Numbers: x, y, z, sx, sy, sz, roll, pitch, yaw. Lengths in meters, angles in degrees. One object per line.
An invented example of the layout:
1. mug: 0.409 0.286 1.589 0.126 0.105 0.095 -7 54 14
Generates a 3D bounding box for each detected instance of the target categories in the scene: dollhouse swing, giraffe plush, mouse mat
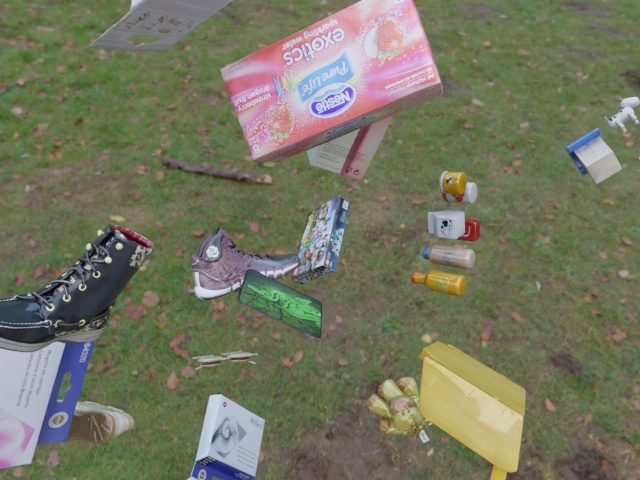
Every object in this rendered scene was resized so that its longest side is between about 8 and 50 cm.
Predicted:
1. dollhouse swing: 0.326 0.456 1.228 0.315 0.305 0.347 29 6 21
2. giraffe plush: 0.239 0.499 1.497 0.210 0.170 0.181 44 88 15
3. mouse mat: -0.081 0.130 1.111 0.189 0.007 0.153 27 21 -10

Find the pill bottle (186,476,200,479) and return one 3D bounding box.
1. pill bottle: -0.207 0.569 1.079 0.186 0.112 0.112 21 44 15

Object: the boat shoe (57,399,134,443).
1. boat shoe: -0.735 0.568 1.644 0.341 0.122 0.110 1 -8 28

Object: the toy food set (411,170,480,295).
1. toy food set: 0.231 -0.023 0.993 0.104 0.232 0.111 9 26 38

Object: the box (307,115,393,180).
1. box: 0.068 -0.271 1.115 0.126 0.232 0.149 16 31 -18

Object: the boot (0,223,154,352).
1. boot: -0.341 0.055 0.714 0.085 0.236 0.179 36 92 16

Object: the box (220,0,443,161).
1. box: 0.022 -0.243 0.811 0.299 0.154 0.142 -19 4 16

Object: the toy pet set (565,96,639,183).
1. toy pet set: 0.384 -0.125 0.671 0.114 0.122 0.065 -34 38 23

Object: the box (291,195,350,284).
1. box: 0.000 0.000 1.515 0.044 0.159 0.233 30 56 -26

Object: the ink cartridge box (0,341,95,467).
1. ink cartridge box: -0.666 0.340 1.123 0.330 0.324 0.071 9 17 -44

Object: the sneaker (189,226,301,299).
1. sneaker: -0.191 0.034 1.308 0.281 0.163 0.106 -17 4 -25

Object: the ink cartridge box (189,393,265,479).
1. ink cartridge box: -0.243 0.562 1.419 0.045 0.223 0.224 -12 51 27

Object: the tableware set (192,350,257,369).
1. tableware set: -0.318 0.407 1.767 0.194 0.039 0.128 0 -6 -36

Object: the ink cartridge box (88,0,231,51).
1. ink cartridge box: -0.181 -0.336 0.689 0.232 0.066 0.189 -22 10 20
